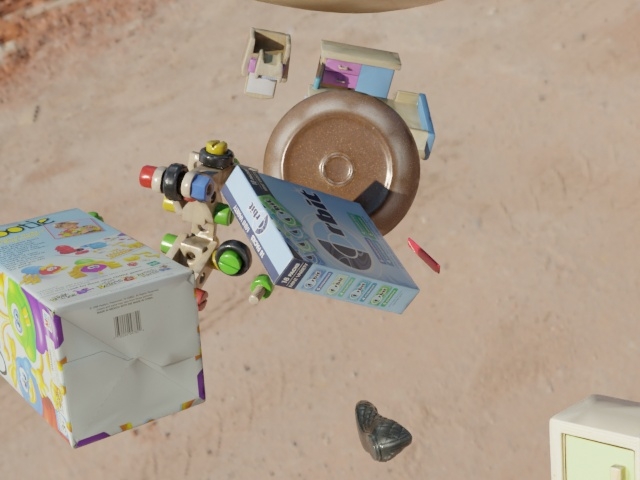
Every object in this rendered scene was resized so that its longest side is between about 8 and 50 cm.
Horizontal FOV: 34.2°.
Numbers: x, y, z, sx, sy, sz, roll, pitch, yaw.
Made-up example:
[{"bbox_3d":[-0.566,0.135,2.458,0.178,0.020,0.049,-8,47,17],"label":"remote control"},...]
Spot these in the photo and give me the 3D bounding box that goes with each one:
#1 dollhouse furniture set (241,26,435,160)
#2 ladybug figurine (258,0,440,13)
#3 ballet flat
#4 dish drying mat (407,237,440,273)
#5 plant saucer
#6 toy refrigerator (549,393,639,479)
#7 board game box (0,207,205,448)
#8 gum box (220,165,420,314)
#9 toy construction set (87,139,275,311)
[{"bbox_3d":[0.008,-0.168,1.671,0.286,0.198,0.303,8,34,-10],"label":"dollhouse furniture set"},{"bbox_3d":[-0.007,-0.294,0.798,0.305,0.162,0.449,11,24,-2],"label":"ladybug figurine"},{"bbox_3d":[0.073,0.233,1.277,0.049,0.057,0.173,-13,8,-7],"label":"ballet flat"},{"bbox_3d":[0.192,0.028,1.941,0.008,0.032,0.083,-37,64,-16],"label":"dish drying mat"},{"bbox_3d":[0.023,-0.088,1.285,0.198,0.198,0.036,-15,2,9],"label":"plant saucer"},{"bbox_3d":[0.289,0.297,1.007,0.102,0.269,0.094,7,15,44],"label":"toy refrigerator"},{"bbox_3d":[-0.250,0.076,1.062,0.144,0.142,0.275,-15,23,-32],"label":"board game box"},{"bbox_3d":[0.000,0.000,1.122,0.041,0.184,0.157,-54,43,23],"label":"gum box"},{"bbox_3d":[-0.230,-0.034,1.711,0.309,0.257,0.237,-11,22,23],"label":"toy construction set"}]
